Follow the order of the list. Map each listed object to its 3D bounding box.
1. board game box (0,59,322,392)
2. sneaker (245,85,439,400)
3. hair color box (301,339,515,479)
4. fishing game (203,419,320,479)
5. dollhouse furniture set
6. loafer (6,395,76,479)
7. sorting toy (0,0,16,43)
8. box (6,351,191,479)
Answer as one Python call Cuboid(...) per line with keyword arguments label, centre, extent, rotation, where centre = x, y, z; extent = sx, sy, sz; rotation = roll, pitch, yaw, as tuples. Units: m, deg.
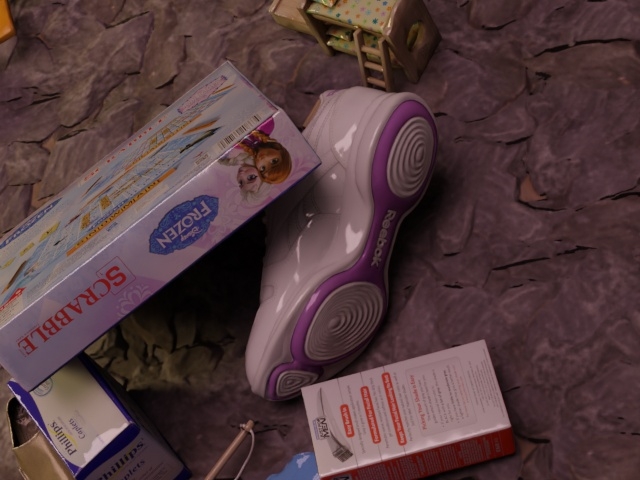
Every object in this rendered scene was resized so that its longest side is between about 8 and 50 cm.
Cuboid(label="board game box", centre=(-0.168, -0.027, 1.463), extent=(0.318, 0.066, 0.318), rotation=(-38, 18, 0))
Cuboid(label="sneaker", centre=(0.000, 0.000, 1.462), extent=(0.152, 0.114, 0.305), rotation=(21, 86, 44))
Cuboid(label="hair color box", centre=(0.075, 0.155, 1.367), extent=(0.167, 0.053, 0.093), rotation=(-14, 53, 1))
Cuboid(label="fishing game", centre=(-0.002, 0.270, 1.370), extent=(0.264, 0.041, 0.189), rotation=(29, 75, 29))
Cuboid(label="dollhouse furniture set", centre=(-0.006, -0.185, 1.564), extent=(0.182, 0.101, 0.161), rotation=(21, 74, 29))
Cuboid(label="loafer", centre=(-0.263, 0.204, 1.500), extent=(0.056, 0.050, 0.148), rotation=(-39, 57, 0))
Cuboid(label="sorting toy", centre=(-0.396, -0.342, 1.837), extent=(0.196, 0.047, 0.348), rotation=(-17, 59, 18))
Cuboid(label="box", centre=(-0.199, 0.172, 1.438), extent=(0.072, 0.137, 0.126), rotation=(-42, 57, -4))
